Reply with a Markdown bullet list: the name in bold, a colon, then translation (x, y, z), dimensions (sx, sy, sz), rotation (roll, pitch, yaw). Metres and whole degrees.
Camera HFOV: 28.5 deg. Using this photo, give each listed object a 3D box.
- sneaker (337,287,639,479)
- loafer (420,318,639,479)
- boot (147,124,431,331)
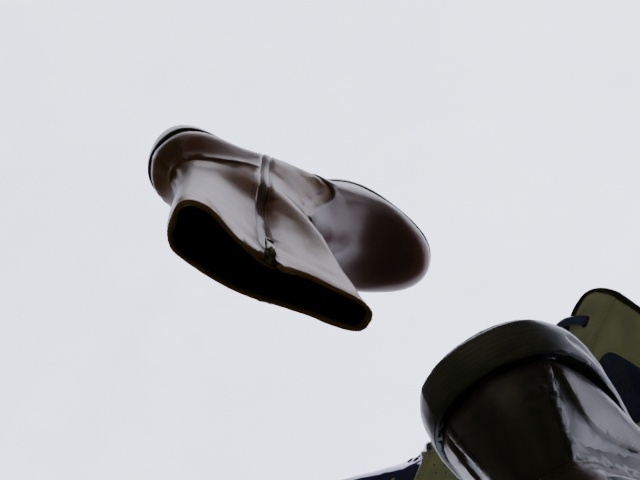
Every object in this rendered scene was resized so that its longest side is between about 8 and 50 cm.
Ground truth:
- **sneaker**: translation (0.157, 0.133, 0.851), dimensions (0.315, 0.127, 0.182), rotation (-6, -112, 6)
- **loafer**: translation (0.152, 0.148, 0.602), dimensions (0.109, 0.302, 0.095), rotation (-39, -139, 12)
- **boot**: translation (0.000, 0.000, 0.935), dimensions (0.096, 0.264, 0.280), rotation (-57, -162, 5)
